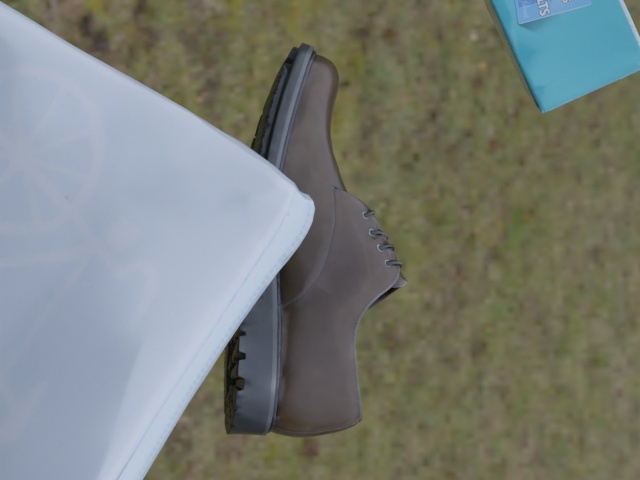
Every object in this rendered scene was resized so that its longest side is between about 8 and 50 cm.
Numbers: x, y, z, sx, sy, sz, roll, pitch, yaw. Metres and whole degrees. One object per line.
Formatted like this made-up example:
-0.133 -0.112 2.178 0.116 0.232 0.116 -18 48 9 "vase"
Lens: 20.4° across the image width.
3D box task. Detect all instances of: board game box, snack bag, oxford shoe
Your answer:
0.112 -0.260 1.210 0.254 0.079 0.336 -61 127 -81 "board game box"
-0.209 0.034 0.519 0.323 0.342 0.037 -60 168 -4 "snack bag"
0.000 0.000 0.995 0.083 0.096 0.227 121 -27 -74 "oxford shoe"
